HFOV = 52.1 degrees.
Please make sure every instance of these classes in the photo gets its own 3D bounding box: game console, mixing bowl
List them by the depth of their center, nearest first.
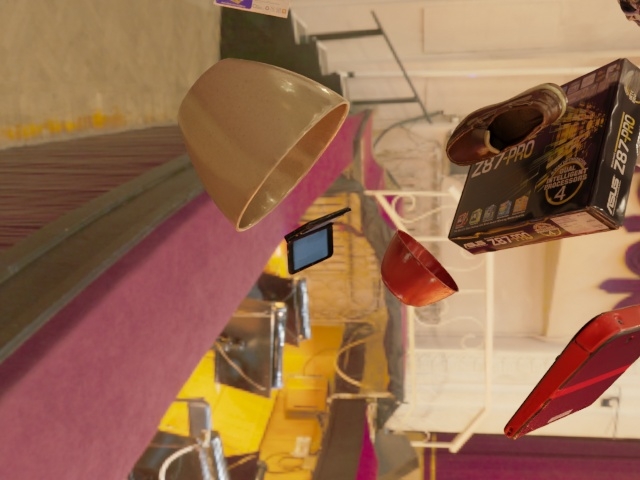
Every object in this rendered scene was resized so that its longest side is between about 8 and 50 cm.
[{"bbox_3d":[0.000,0.000,1.193,0.122,0.107,0.071,-24,87,-43],"label":"game console"},{"bbox_3d":[0.193,0.073,1.375,0.181,0.098,0.181,40,16,-14],"label":"mixing bowl"},{"bbox_3d":[0.594,0.279,1.442,0.060,0.386,0.342,52,-54,33],"label":"game console"}]

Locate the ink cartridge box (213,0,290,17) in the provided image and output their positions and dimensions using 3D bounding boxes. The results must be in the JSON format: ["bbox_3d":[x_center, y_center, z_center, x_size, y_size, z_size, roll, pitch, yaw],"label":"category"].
[{"bbox_3d":[-0.167,-0.710,1.721,0.045,0.206,0.208,-110,-150,-54],"label":"ink cartridge box"}]

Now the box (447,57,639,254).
[{"bbox_3d":[0.447,-0.148,1.316,0.395,0.097,0.318,-16,-132,64],"label":"box"}]

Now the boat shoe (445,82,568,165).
[{"bbox_3d":[0.312,-0.196,1.175,0.095,0.257,0.095,50,52,-6],"label":"boat shoe"}]

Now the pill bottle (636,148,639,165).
[{"bbox_3d":[0.959,-0.262,1.793,0.161,0.283,0.161,-4,-95,58],"label":"pill bottle"}]

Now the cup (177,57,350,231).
[{"bbox_3d":[-0.138,-0.216,1.286,0.331,0.237,0.331,-49,176,-5],"label":"cup"}]

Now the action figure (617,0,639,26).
[{"bbox_3d":[0.705,-0.613,1.432,0.330,0.178,0.341,56,26,13],"label":"action figure"}]
